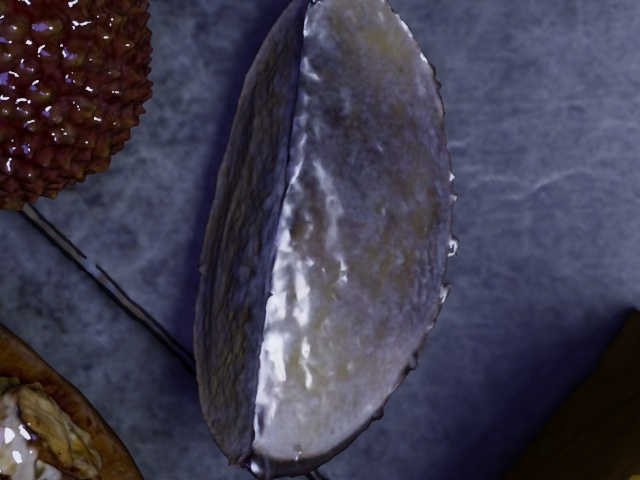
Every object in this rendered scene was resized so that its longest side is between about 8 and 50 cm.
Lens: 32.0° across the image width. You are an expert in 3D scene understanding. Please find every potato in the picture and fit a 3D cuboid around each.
[{"bbox_3d":[-0.001,-0.002,0.622,0.120,0.100,0.261,12,83,-33],"label":"potato"}]

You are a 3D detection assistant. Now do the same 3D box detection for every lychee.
[{"bbox_3d":[-0.171,-0.103,0.574,0.188,0.188,0.188,1,97,7],"label":"lychee"}]

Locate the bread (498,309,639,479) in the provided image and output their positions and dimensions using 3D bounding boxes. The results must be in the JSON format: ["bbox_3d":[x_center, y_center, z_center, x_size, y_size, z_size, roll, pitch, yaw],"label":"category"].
[{"bbox_3d":[0.152,0.242,0.547,0.233,0.245,0.362,41,96,0],"label":"bread"}]

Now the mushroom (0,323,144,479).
[{"bbox_3d":[-0.223,0.156,0.622,0.278,0.163,0.297,-39,91,19],"label":"mushroom"}]
